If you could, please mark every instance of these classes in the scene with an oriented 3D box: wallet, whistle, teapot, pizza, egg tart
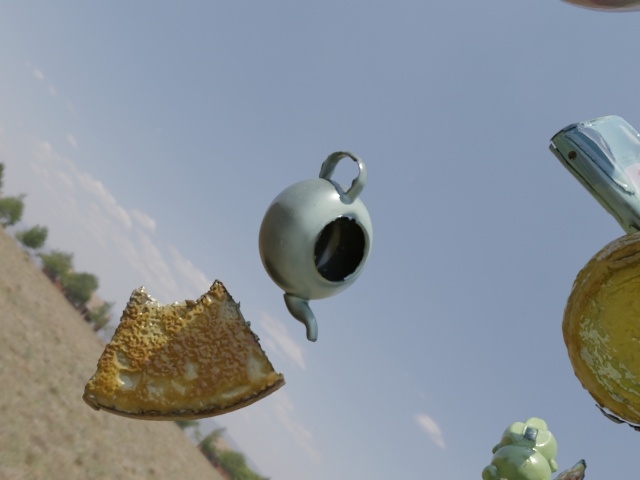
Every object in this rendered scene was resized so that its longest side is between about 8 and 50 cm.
[{"bbox_3d":[0.490,-0.084,1.207,0.250,0.176,0.075,56,-42,21],"label":"wallet"},{"bbox_3d":[0.327,0.345,1.235,0.105,0.227,0.085,12,-71,20],"label":"whistle"},{"bbox_3d":[0.000,0.000,1.208,0.193,0.294,0.129,17,3,-39],"label":"teapot"},{"bbox_3d":[-0.220,0.180,1.248,0.089,0.324,0.223,81,4,-68],"label":"pizza"},{"bbox_3d":[0.459,0.123,1.033,0.095,0.278,0.279,5,21,-43],"label":"egg tart"}]

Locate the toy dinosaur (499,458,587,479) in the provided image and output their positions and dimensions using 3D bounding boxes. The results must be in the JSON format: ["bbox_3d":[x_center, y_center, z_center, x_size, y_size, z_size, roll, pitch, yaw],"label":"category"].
[{"bbox_3d":[0.240,0.360,0.913,0.113,0.327,0.206,-3,-88,55],"label":"toy dinosaur"}]

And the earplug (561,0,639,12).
[{"bbox_3d":[0.493,-0.415,1.152,0.172,0.301,0.172,-6,90,-84],"label":"earplug"}]
